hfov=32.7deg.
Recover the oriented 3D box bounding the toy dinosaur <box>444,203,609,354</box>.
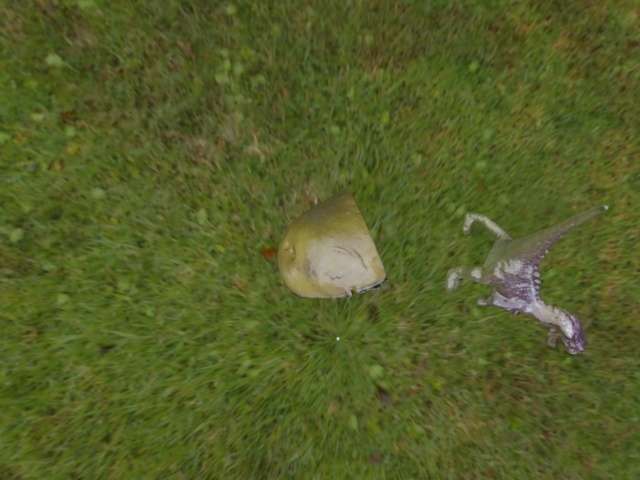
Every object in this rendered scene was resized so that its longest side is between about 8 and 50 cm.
[{"bbox_3d":[0.251,0.024,1.318,0.199,0.072,0.251,20,128,29],"label":"toy dinosaur"}]

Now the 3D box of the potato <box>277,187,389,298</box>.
[{"bbox_3d":[0.000,0.000,1.516,0.138,0.243,0.098,-20,109,-3],"label":"potato"}]
